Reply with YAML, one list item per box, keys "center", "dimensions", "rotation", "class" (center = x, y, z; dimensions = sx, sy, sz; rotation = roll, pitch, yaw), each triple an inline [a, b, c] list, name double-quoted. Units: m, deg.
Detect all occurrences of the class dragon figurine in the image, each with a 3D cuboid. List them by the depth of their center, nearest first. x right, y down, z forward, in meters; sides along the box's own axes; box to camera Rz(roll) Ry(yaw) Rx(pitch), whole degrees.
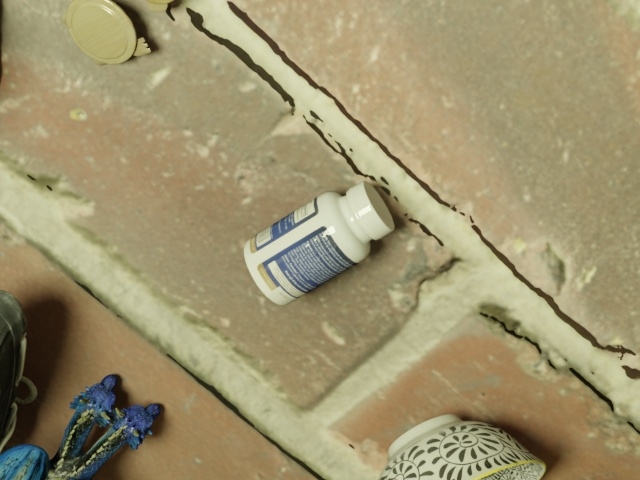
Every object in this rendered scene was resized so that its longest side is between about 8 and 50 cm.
- center: [-0.267, 0.241, 0.943]
  dimensions: [0.085, 0.289, 0.144]
  rotation: [40, 142, 10]
  class: "dragon figurine"

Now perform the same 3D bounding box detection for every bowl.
- center: [0.111, 0.211, 0.946]
  dimensions: [0.170, 0.080, 0.170]
  rotation: [-21, 151, -12]
  class: "bowl"

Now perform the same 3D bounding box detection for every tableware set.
- center: [-0.181, -0.219, 0.813]
  dimensions: [0.141, 0.020, 0.168]
  rotation: [-27, 115, 39]
  class: "tableware set"

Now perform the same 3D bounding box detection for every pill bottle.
- center: [0.000, 0.000, 0.888]
  dimensions: [0.120, 0.067, 0.067]
  rotation: [-31, 107, 17]
  class: "pill bottle"

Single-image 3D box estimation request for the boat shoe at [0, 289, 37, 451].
- center: [-0.328, 0.146, 0.953]
  dimensions: [0.113, 0.105, 0.306]
  rotation: [31, 138, 6]
  class: "boat shoe"
